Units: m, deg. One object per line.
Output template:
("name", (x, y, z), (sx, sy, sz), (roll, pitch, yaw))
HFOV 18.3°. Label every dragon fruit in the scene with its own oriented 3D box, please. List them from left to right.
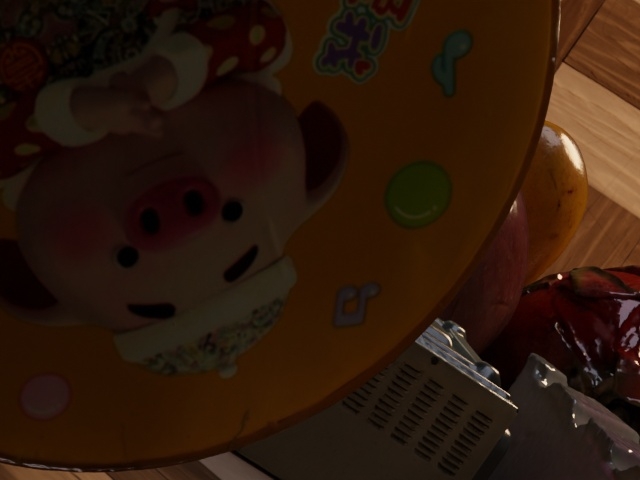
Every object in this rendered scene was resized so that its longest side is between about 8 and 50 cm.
("dragon fruit", (0.264, 0.155, 1.829), (0.277, 0.277, 0.342), (36, 14, 22))

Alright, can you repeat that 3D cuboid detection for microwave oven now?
("microwave oven", (0.030, 0.106, 1.439), (0.194, 0.145, 0.240), (30, 5, -10))

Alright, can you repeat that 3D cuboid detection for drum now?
("drum", (-0.107, -0.114, 0.967), (0.431, 0.431, 0.214), (32, 8, -27))

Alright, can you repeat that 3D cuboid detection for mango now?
("mango", (0.168, -0.016, 1.892), (0.145, 0.219, 0.112), (31, -5, -16))

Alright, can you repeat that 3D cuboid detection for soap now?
("soap", (0.152, 0.181, 1.383), (0.258, 0.159, 0.302), (41, 5, 32))

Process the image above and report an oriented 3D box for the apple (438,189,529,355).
("apple", (0.035, 0.011, 1.715), (0.305, 0.235, 0.306), (-8, 18, 2))
